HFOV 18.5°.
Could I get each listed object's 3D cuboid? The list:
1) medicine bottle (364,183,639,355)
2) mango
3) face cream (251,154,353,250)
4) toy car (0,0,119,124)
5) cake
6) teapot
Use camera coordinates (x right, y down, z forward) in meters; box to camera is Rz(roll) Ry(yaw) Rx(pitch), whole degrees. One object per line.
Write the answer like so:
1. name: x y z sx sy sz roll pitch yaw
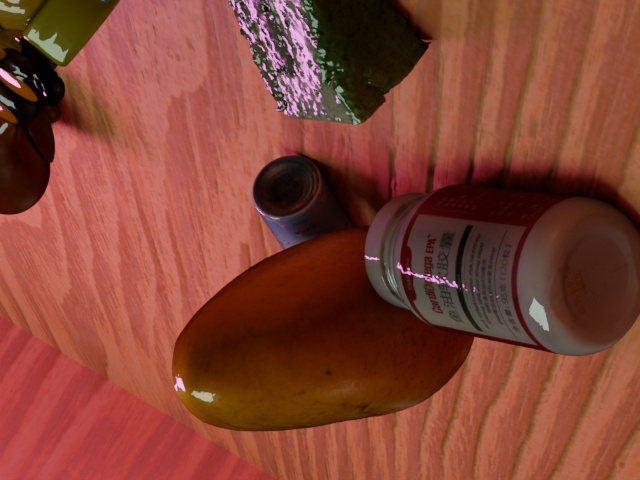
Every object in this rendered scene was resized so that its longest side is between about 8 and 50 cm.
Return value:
1. medicine bottle: 0.152 0.020 1.659 0.131 0.131 0.250 42 161 -31
2. mango: 0.001 0.084 1.834 0.201 0.350 0.199 51 127 19
3. face cream: 0.000 0.000 1.993 0.075 0.075 0.229 23 163 29
4. toy car: -0.223 -0.212 1.552 0.142 0.200 0.248 37 161 -12
5. cake: -0.033 -0.187 1.457 0.100 0.099 0.235 11 152 49
6. teapot: -0.355 -0.121 2.241 0.252 0.135 0.178 -27 -86 -88
